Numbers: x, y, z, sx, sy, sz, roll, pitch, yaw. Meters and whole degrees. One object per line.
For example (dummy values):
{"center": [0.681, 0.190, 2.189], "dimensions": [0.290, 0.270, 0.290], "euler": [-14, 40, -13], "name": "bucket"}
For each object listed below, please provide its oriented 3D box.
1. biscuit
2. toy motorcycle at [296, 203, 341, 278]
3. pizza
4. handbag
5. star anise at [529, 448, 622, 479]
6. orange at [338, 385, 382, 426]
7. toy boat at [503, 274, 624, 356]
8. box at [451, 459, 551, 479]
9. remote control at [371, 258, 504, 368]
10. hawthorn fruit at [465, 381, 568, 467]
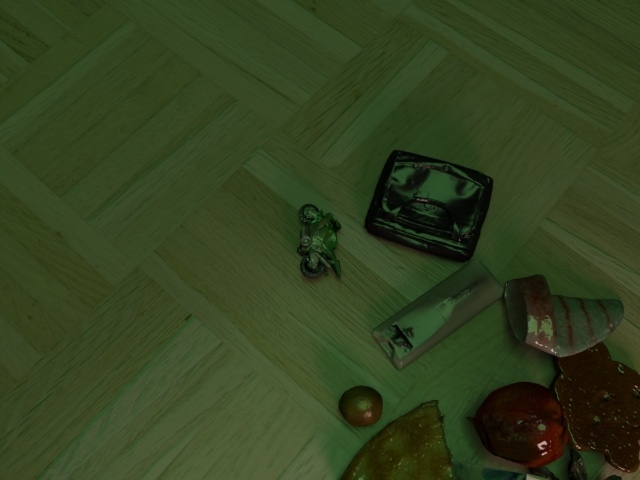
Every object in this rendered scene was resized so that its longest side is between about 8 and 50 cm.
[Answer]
{"center": [0.606, 0.350, 1.259], "dimensions": [0.209, 0.041, 0.290], "euler": [-9, 66, -7], "name": "biscuit"}
{"center": [0.000, 0.000, 1.389], "dimensions": [0.106, 0.074, 0.190], "euler": [1, 68, -9], "name": "toy motorcycle"}
{"center": [0.188, 0.486, 1.139], "dimensions": [0.280, 0.075, 0.287], "euler": [-33, 42, -5], "name": "pizza"}
{"center": [0.266, -0.089, 1.416], "dimensions": [0.275, 0.088, 0.244], "euler": [19, 73, 6], "name": "handbag"}
{"center": [0.516, 0.554, 1.145], "dimensions": [0.213, 0.129, 0.282], "euler": [6, 58, 15], "name": "star anise"}
{"center": [0.085, 0.351, 1.238], "dimensions": [0.095, 0.085, 0.085], "euler": [4, 68, -1], "name": "orange"}
{"center": [0.567, 0.171, 1.310], "dimensions": [0.283, 0.096, 0.206], "euler": [6, 50, -13], "name": "toy boat"}
{"center": [0.322, 0.567, 1.077], "dimensions": [0.116, 0.203, 0.274], "euler": [25, 67, -24], "name": "box"}
{"center": [0.272, 0.160, 1.329], "dimensions": [0.313, 0.055, 0.109], "euler": [-33, 72, -12], "name": "remote control"}
{"center": [0.415, 0.379, 1.196], "dimensions": [0.179, 0.173, 0.173], "euler": [-40, 71, 17], "name": "hawthorn fruit"}
